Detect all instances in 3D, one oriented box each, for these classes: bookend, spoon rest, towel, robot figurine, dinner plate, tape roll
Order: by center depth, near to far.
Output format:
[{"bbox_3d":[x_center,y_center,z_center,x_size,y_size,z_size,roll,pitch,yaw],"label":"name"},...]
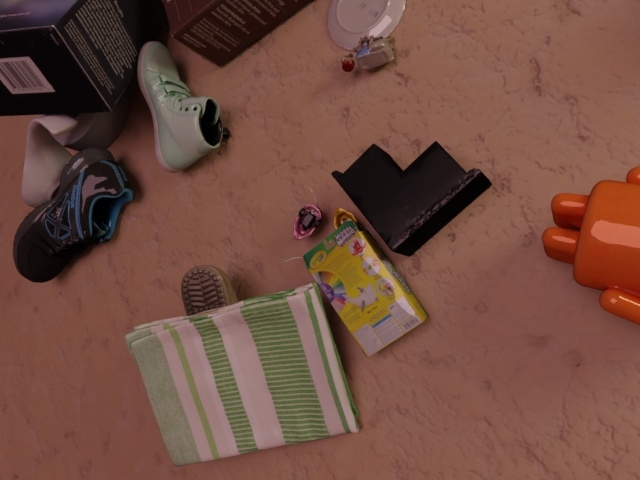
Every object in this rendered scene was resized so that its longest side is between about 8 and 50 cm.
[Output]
[{"bbox_3d":[0.362,0.006,0.549,0.220,0.158,0.128,12,130,30],"label":"robot figurine"},{"bbox_3d":[0.126,-0.087,0.727,0.156,0.072,0.157,-44,64,17],"label":"bookend"},{"bbox_3d":[-0.124,0.215,0.783,0.325,0.038,0.247,-16,96,14],"label":"towel"},{"bbox_3d":[0.070,-0.380,0.829,0.141,0.017,0.141,-3,84,29],"label":"dinner plate"},{"bbox_3d":[-0.556,-0.165,1.052,0.084,0.137,0.276,41,138,2],"label":"spoon rest"},{"bbox_3d":[-0.521,-0.306,1.123,0.219,0.072,0.219,-4,83,30],"label":"tape roll"}]

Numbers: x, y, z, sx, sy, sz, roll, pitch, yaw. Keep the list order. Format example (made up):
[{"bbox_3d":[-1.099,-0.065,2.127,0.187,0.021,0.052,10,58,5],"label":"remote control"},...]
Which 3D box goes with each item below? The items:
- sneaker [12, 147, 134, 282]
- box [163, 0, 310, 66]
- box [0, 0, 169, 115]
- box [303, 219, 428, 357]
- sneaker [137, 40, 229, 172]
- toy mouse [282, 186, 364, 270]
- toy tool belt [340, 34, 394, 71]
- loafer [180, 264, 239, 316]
[{"bbox_3d":[-0.517,-0.026,1.057,0.139,0.125,0.340,45,108,21],"label":"sneaker"},{"bbox_3d":[-0.097,-0.494,0.869,0.382,0.143,0.191,-26,71,23],"label":"box"},{"bbox_3d":[-0.498,-0.402,0.964,0.297,0.182,0.293,2,54,17],"label":"box"},{"bbox_3d":[0.061,0.067,0.742,0.105,0.043,0.179,-38,81,20],"label":"box"},{"bbox_3d":[-0.250,-0.269,0.950,0.151,0.094,0.255,-15,86,33],"label":"sneaker"},{"bbox_3d":[0.000,0.000,0.805,0.143,0.031,0.161,-37,78,19],"label":"toy mouse"},{"bbox_3d":[0.075,-0.296,0.802,0.083,0.052,0.051,-10,48,25],"label":"toy tool belt"},{"bbox_3d":[-0.161,0.166,0.850,0.102,0.092,0.268,-3,98,13],"label":"loafer"}]
